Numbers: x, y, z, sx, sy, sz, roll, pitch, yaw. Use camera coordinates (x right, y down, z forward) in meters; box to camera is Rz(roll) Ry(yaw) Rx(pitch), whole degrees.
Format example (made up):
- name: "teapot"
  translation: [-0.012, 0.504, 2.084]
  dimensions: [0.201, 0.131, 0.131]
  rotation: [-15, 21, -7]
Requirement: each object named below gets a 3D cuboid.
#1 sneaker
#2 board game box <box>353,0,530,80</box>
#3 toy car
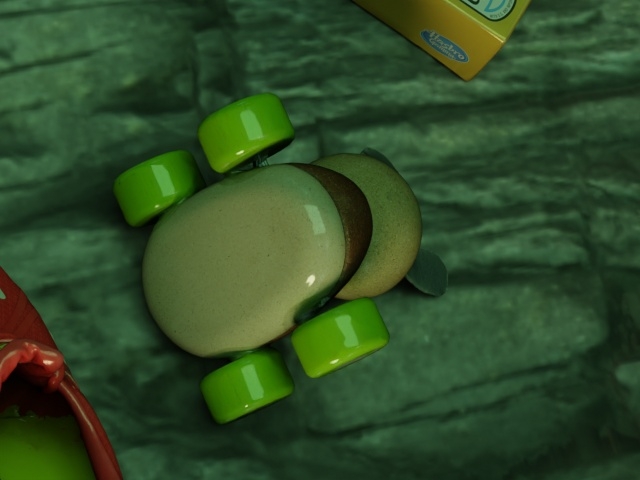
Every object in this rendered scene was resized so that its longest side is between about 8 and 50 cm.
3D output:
- name: "sneaker"
  translation: [-0.164, 0.078, 1.039]
  dimensions: [0.107, 0.118, 0.279]
  rotation: [-22, 57, -25]
- name: "board game box"
  translation: [0.031, -0.289, 1.284]
  dimensions: [0.316, 0.064, 0.242]
  rotation: [33, 65, -5]
- name: "toy car"
  translation: [0.000, 0.000, 1.162]
  dimensions: [0.188, 0.149, 0.155]
  rotation: [-16, 79, -52]
